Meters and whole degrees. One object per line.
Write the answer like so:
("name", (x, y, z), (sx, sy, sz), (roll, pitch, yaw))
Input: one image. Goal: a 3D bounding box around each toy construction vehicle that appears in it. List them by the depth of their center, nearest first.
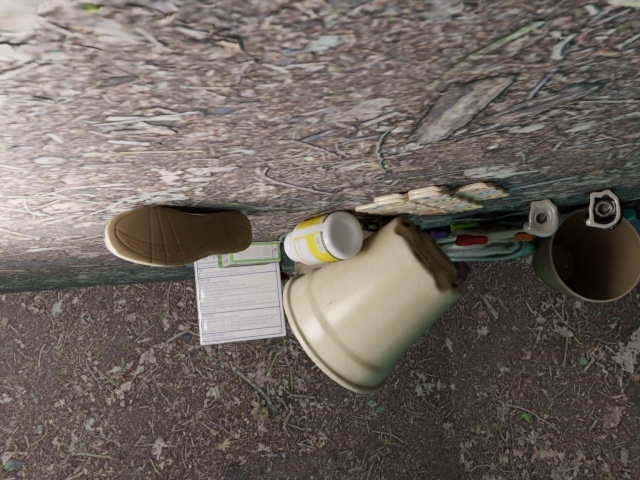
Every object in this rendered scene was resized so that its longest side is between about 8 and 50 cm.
("toy construction vehicle", (0.153, -0.038, 1.339), (0.098, 0.035, 0.086), (-4, 174, -16))

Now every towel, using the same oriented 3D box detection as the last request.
("towel", (0.504, 0.013, 1.806), (0.375, 0.090, 0.320), (-3, -178, 32))

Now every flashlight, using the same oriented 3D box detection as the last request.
("flashlight", (0.410, 0.105, 1.863), (0.103, 0.103, 0.304), (-32, 163, 28))

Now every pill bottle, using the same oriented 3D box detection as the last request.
("pill bottle", (0.000, 0.000, 1.220), (0.103, 0.103, 0.184), (-2, 173, -36))

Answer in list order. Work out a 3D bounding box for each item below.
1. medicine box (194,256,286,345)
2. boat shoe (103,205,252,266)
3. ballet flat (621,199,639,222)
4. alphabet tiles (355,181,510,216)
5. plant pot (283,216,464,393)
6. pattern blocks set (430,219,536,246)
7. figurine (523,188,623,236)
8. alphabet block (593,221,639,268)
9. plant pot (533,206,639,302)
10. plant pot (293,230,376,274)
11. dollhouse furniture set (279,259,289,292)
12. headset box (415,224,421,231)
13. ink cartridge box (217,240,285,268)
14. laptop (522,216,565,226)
("medicine box", (-0.253, 0.175, 1.779), (0.264, 0.289, 0.149), (-5, 172, -5))
("boat shoe", (-0.246, -0.003, 0.962), (0.092, 0.102, 0.285), (-17, 174, 40))
("ballet flat", (0.887, -0.087, 1.550), (0.213, 0.072, 0.068), (-10, -159, 41))
("alphabet tiles", (0.226, -0.075, 1.124), (0.278, 0.021, 0.284), (-9, 173, 30))
("plant pot", (0.140, 0.124, 1.267), (0.305, 0.333, 0.334), (-42, 158, 23))
("pattern blocks set", (0.460, -0.021, 1.522), (0.325, 0.026, 0.285), (-6, -170, -16))
("figurine", (0.621, -0.063, 1.374), (0.215, 0.092, 0.209), (-8, 178, 28))
("alphabet block", (0.939, -0.006, 1.728), (0.194, 0.192, 0.197), (-6, 174, 22))
("plant pot", (0.731, 0.057, 1.612), (0.257, 0.256, 0.274), (-6, 171, -2))
("plant pot", (0.083, 0.155, 1.613), (0.323, 0.280, 0.323), (-1, 161, 0))
("dollhouse furniture set", (-0.244, 0.150, 1.964), (0.259, 0.262, 0.135), (-23, 132, -7))
("headset box", (0.245, -0.022, 1.616), (0.062, 0.032, 0.083), (-4, 175, -14))
("ink cartridge box", (-0.185, 0.040, 1.642), (0.209, 0.062, 0.109), (-3, 173, -30))
("laptop", (0.788, -0.056, 1.955), (0.234, 0.136, 0.264), (-9, 148, 26))
